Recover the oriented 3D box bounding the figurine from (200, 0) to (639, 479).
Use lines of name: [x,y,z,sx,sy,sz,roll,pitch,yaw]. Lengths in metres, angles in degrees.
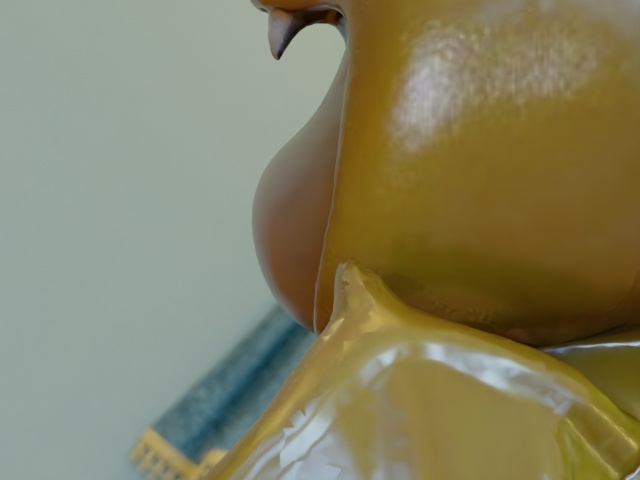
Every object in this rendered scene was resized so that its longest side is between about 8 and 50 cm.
figurine: [0.140,0.031,0.536,0.401,0.387,0.268,-6,-3,-2]
